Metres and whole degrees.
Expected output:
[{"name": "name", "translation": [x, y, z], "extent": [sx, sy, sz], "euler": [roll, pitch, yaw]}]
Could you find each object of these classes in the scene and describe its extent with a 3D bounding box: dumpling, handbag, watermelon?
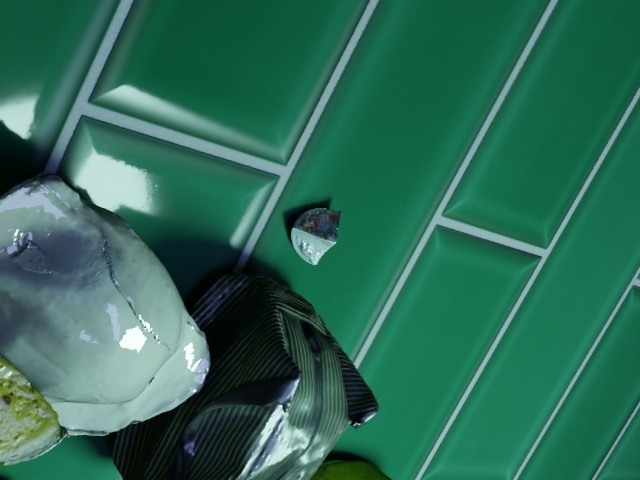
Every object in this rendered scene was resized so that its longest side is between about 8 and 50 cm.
[{"name": "dumpling", "translation": [-0.288, 0.094, 1.232], "extent": [0.260, 0.181, 0.341], "euler": [-33, 154, 2]}, {"name": "handbag", "translation": [-0.099, 0.233, 1.449], "extent": [0.247, 0.240, 0.341], "euler": [25, 101, -48]}, {"name": "watermelon", "translation": [-0.403, 0.140, 1.152], "extent": [0.129, 0.123, 0.301], "euler": [-38, 113, 8]}, {"name": "watermelon", "translation": [0.000, 0.000, 1.504], "extent": [0.085, 0.061, 0.085], "euler": [-17, 119, -34]}]

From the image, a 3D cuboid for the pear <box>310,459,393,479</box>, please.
[{"name": "pear", "translation": [0.005, 0.519, 1.756], "extent": [0.342, 0.238, 0.318], "euler": [-48, 148, -5]}]
